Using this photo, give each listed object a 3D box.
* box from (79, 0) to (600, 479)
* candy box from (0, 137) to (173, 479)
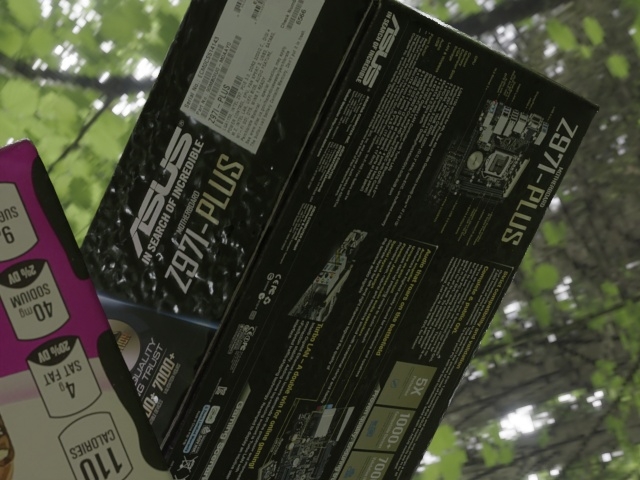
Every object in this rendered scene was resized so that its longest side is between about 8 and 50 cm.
[{"bbox_3d":[0.000,0.000,0.514,0.147,0.077,0.180,14,-76,-50],"label":"box"},{"bbox_3d":[-0.106,0.112,0.351,0.159,0.071,0.233,-24,-85,-26],"label":"candy box"}]
